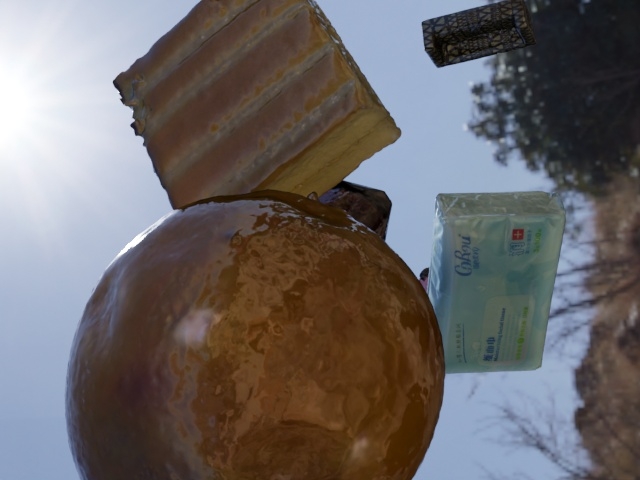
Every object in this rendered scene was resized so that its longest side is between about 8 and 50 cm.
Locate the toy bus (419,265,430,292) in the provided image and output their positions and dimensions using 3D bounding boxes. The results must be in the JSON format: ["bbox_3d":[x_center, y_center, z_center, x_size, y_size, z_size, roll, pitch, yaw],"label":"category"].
[{"bbox_3d":[0.262,0.039,2.055,0.203,0.063,0.090,-51,-26,9],"label":"toy bus"}]

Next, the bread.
[{"bbox_3d":[-0.077,-0.137,1.117,0.111,0.246,0.239,27,-150,-58],"label":"bread"}]

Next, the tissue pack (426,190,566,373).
[{"bbox_3d":[0.239,0.063,1.515,0.089,0.177,0.263,-103,14,-60],"label":"tissue pack"}]

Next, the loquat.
[{"bbox_3d":[-0.055,0.119,0.925,0.328,0.328,0.328,16,-110,-54],"label":"loquat"}]

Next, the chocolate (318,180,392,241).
[{"bbox_3d":[0.000,0.000,1.157,0.125,0.149,0.080,35,-138,-9],"label":"chocolate"}]

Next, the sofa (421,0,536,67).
[{"bbox_3d":[0.176,-0.231,1.210,0.060,0.118,0.039,33,-132,-65],"label":"sofa"}]
